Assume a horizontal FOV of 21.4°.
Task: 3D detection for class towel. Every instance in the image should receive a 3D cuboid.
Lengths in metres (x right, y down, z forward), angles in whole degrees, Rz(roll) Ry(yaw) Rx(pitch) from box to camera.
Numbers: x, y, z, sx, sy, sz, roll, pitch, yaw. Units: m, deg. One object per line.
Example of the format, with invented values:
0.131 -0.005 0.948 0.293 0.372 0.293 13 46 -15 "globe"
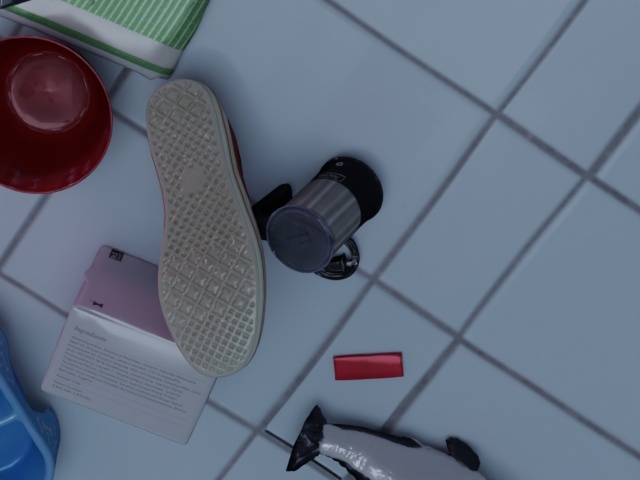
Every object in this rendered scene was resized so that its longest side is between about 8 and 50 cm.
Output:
-0.213 -0.357 1.842 0.248 0.038 0.325 23 109 -7 "towel"

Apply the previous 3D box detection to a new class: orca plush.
0.096 0.312 2.050 0.287 0.151 0.102 14 143 -5 "orca plush"

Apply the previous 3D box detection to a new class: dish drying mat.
0.058 0.152 2.037 0.083 0.008 0.032 -3 110 6 "dish drying mat"

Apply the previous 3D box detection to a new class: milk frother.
0.000 0.000 1.911 0.129 0.135 0.143 -12 110 35 "milk frother"

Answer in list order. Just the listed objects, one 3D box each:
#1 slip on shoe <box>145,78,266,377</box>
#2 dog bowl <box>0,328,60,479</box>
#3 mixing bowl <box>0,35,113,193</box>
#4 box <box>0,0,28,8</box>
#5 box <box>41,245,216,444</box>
-0.120 -0.012 1.864 0.123 0.101 0.331 -13 77 12 "slip on shoe"
-0.416 0.213 2.007 0.166 0.074 0.297 -25 124 -1 "dog bowl"
-0.313 -0.153 1.892 0.181 0.098 0.181 1 112 4 "mixing bowl"
-0.295 -0.385 1.725 0.142 0.163 0.247 -15 110 3 "box"
-0.204 0.117 1.946 0.182 0.181 0.119 22 111 -5 "box"
